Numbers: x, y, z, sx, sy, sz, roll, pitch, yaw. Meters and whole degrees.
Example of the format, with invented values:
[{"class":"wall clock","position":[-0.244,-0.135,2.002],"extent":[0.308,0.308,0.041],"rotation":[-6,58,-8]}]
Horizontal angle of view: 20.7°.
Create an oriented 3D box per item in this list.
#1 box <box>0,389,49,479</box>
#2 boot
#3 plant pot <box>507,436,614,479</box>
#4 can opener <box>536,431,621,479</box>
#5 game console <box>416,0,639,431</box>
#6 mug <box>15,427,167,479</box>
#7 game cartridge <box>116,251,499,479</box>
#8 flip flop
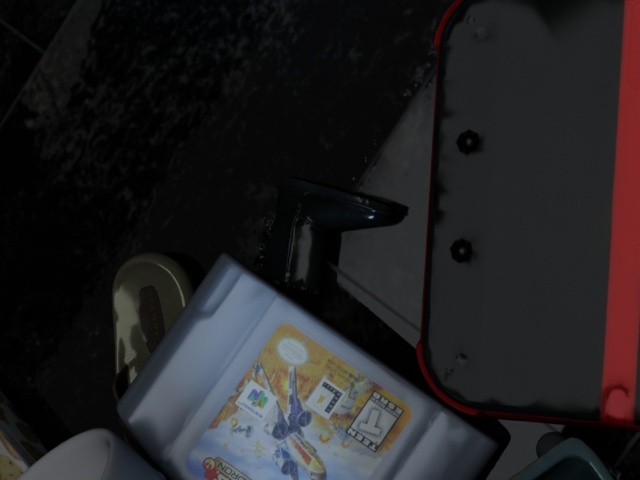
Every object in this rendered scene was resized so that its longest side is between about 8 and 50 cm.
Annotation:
[{"class":"box","position":[-0.362,0.140,1.686],"extent":[0.067,0.063,0.324],"rotation":[-43,77,12]},{"class":"boot","position":[0.000,0.000,1.578],"extent":[0.121,0.045,0.099],"rotation":[14,92,25]},{"class":"plant pot","position":[0.143,0.354,1.412],"extent":[0.248,0.247,0.252],"rotation":[54,146,11]},{"class":"can opener","position":[0.288,0.265,1.459],"extent":[0.280,0.093,0.074],"rotation":[35,93,14]},{"class":"game console","position":[0.256,-0.030,1.495],"extent":[0.342,0.060,0.387],"rotation":[3,91,13]},{"class":"mug","position":[-0.184,0.384,1.524],"extent":[0.328,0.276,0.374],"rotation":[45,139,-16]},{"class":"game cartridge","position":[-0.019,0.173,1.534],"extent":[0.297,0.062,0.198],"rotation":[34,86,2]},{"class":"flip flop","position":[-0.144,0.147,1.605],"extent":[0.112,0.080,0.277],"rotation":[-11,86,18]}]
